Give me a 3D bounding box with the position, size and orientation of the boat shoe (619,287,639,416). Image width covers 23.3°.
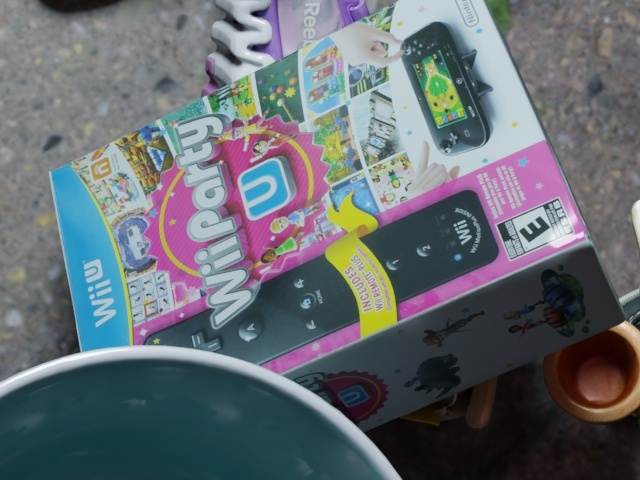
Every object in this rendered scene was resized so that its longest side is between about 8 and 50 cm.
[{"bbox_3d":[0.363,0.082,1.091,0.340,0.113,0.127,9,81,-8],"label":"boat shoe"}]

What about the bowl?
[{"bbox_3d":[-0.101,0.216,0.799,0.311,0.163,0.312,3,80,-18],"label":"bowl"}]

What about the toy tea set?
[{"bbox_3d":[0.190,0.033,1.016,0.336,0.124,0.200,7,76,15],"label":"toy tea set"}]

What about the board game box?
[{"bbox_3d":[0.000,0.000,0.952,0.303,0.097,0.224,-25,53,10],"label":"board game box"}]

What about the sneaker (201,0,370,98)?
[{"bbox_3d":[-0.015,-0.169,1.055,0.104,0.095,0.236,-1,112,-21],"label":"sneaker"}]
